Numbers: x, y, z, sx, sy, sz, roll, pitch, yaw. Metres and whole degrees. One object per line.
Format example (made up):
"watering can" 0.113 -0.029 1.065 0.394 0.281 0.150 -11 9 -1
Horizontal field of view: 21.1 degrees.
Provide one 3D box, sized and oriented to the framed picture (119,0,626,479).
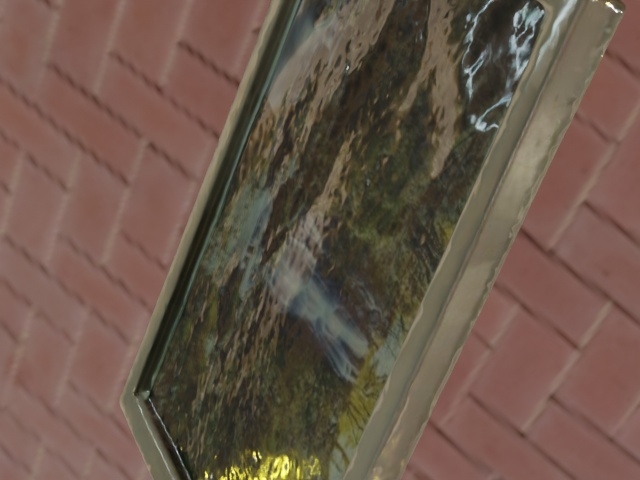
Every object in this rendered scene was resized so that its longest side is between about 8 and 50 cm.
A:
"framed picture" 0.000 0.000 0.725 0.324 0.020 0.240 -66 30 21
